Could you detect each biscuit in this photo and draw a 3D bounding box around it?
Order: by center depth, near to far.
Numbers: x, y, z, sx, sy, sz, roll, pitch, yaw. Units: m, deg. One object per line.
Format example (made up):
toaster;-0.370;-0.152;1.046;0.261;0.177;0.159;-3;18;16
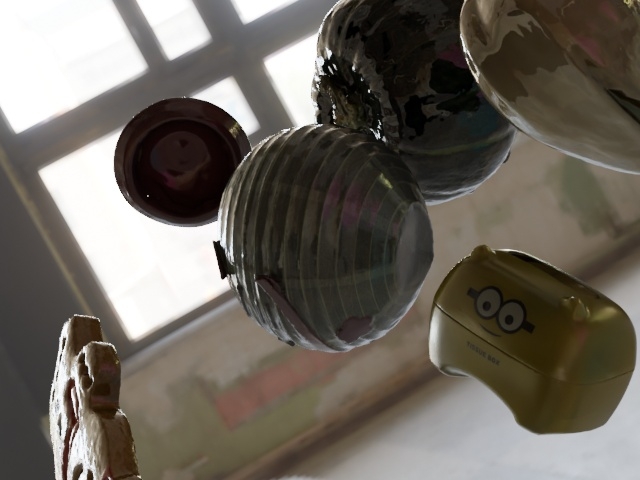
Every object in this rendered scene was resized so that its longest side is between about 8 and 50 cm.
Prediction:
biscuit;-0.170;0.158;0.959;0.036;0.166;0.225;2;37;-23

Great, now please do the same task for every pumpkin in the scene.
pumpkin;0.128;-0.203;1.818;0.241;0.323;0.323;-26;4;-32

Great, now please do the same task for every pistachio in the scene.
pistachio;0.298;-0.194;1.475;0.208;0.332;0.226;-47;28;6

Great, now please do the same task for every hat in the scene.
hat;-0.202;-0.116;1.944;0.205;0.205;0.089;-29;17;1

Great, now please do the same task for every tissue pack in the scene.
tissue pack;0.188;0.081;1.165;0.123;0.127;0.178;-4;27;-41

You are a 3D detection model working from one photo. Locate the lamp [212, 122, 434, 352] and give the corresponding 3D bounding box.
lamp;0.000;0.000;1.401;0.233;0.233;0.265;-27;-36;13
